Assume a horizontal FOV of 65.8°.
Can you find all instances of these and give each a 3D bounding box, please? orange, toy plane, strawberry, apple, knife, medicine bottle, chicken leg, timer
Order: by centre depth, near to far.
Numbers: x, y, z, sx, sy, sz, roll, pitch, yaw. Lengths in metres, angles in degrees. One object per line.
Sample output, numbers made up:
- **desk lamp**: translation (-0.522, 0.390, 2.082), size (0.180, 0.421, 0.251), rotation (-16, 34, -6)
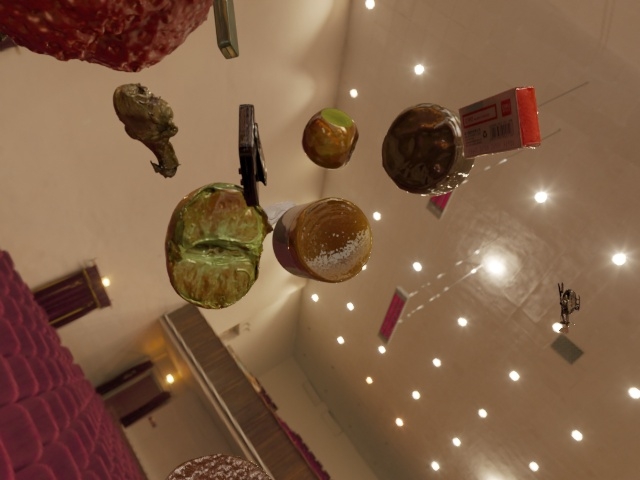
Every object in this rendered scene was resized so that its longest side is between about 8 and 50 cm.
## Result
- **strawberry**: translation (-0.208, -0.300, 0.501), size (0.276, 0.257, 0.258), rotation (7, -51, 12)
- **chicken leg**: translation (-0.339, -0.222, 1.018), size (0.088, 0.103, 0.228), rotation (-118, -176, -49)
- **timer**: translation (-0.145, -0.178, 1.054), size (0.187, 0.055, 0.144), rotation (93, -8, -57)
- **toy plane**: translation (0.586, 0.162, 1.174), size (0.031, 0.049, 0.121), rotation (158, -59, -67)
- **orange**: translation (-0.293, 0.007, 1.336), size (0.196, 0.262, 0.335), rotation (22, -69, 40)
- **apple**: translation (0.031, -0.276, 1.367), size (0.147, 0.163, 0.147), rotation (30, -50, 15)
- **medicine bottle**: translation (0.000, 0.000, 1.454), size (0.238, 0.237, 0.232), rotation (68, -20, -8)
- **knife**: translation (-0.205, -0.039, 1.569), size (0.081, 0.336, 0.043), rotation (46, -33, 0)

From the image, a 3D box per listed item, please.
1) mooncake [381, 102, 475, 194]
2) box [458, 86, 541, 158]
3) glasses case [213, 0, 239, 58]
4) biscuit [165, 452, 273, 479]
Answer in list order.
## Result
- **mooncake**: translation (0.332, -0.283, 1.549), size (0.284, 0.155, 0.285), rotation (-1, -92, 35)
- **box**: translation (0.379, -0.248, 1.075), size (0.229, 0.049, 0.123), rotation (-169, -109, -76)
- **glasses case**: translation (-0.253, -0.584, 1.313), size (0.078, 0.039, 0.184), rotation (42, 41, -80)
- **biscuit**: translation (-0.232, 0.656, 1.070), size (0.394, 0.349, 0.070), rotation (-104, -154, -55)
